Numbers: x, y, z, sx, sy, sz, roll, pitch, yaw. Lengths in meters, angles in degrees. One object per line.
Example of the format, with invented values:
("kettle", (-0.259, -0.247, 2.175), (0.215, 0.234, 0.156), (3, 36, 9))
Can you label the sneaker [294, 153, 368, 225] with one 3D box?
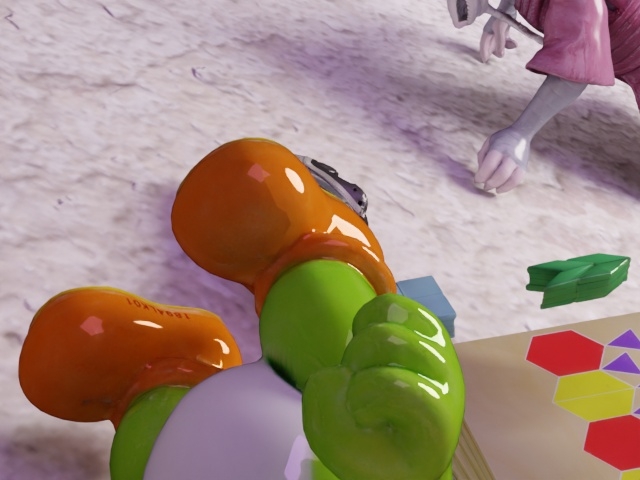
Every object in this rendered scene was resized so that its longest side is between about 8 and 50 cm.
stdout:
("sneaker", (0.000, 0.000, 0.767), (0.074, 0.063, 0.170), (3, 34, -23))

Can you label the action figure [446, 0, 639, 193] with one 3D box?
("action figure", (0.240, -0.171, 1.018), (0.370, 0.276, 0.248), (25, 35, -29))

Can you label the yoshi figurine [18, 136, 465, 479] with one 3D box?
("yoshi figurine", (-0.029, 0.125, 0.449), (0.203, 0.203, 0.362), (-13, 46, -10))

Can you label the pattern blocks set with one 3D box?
("pattern blocks set", (0.140, 0.101, 0.660), (0.285, 0.026, 0.325), (-5, 30, -3))
